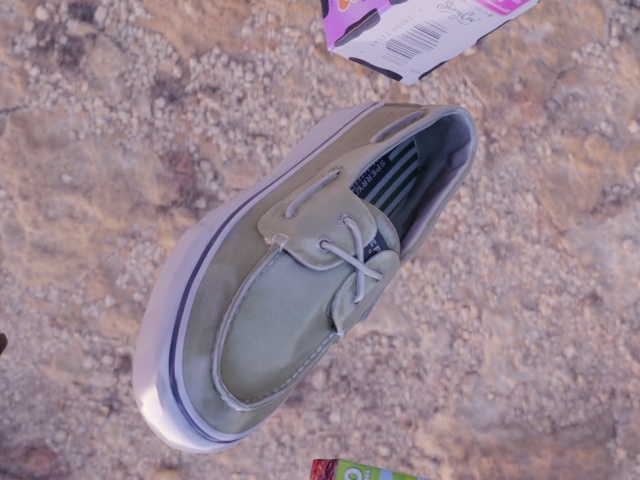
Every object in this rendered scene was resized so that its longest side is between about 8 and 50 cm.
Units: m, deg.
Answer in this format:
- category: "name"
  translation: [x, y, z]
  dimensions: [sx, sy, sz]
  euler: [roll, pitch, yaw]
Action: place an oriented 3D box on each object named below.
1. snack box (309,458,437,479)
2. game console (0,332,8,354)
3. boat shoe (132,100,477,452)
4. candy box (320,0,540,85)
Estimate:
- category: "snack box"
  translation: [0.057, 0.160, 0.466]
  dimensions: [0.141, 0.100, 0.037]
  euler: [17, 162, -17]
- category: "game console"
  translation: [-0.452, 0.167, 1.050]
  dimensions: [0.173, 0.293, 0.250]
  euler: [-25, 109, 16]
- category: "boat shoe"
  translation: [0.000, 0.000, 0.634]
  dimensions: [0.094, 0.302, 0.109]
  euler: [-12, 122, 41]
- category: "candy box"
  translation: [0.082, -0.201, 0.540]
  dimensions: [0.070, 0.164, 0.196]
  euler: [15, 147, -41]
